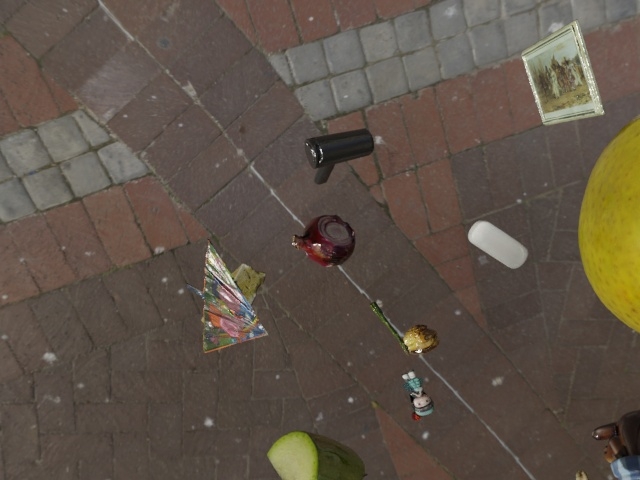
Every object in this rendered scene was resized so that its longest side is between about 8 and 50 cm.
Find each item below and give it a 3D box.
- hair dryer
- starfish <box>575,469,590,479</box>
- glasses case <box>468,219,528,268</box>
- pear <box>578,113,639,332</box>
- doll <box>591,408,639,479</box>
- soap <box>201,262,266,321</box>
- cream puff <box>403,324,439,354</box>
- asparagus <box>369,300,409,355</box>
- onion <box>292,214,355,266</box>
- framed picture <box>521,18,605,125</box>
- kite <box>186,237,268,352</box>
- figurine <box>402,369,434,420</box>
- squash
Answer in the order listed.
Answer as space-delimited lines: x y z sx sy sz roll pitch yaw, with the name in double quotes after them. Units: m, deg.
0.031 -0.244 1.391 0.197 0.251 0.089 -18 77 -21 "hair dryer"
0.373 0.318 0.439 0.138 0.050 0.247 -31 76 -9 "starfish"
0.491 0.011 1.254 0.193 0.049 0.074 29 100 -18 "glasses case"
0.509 -0.017 0.528 0.419 0.362 0.362 -15 110 -39 "pear"
0.839 0.574 1.110 0.209 0.339 0.318 48 134 -12 "doll"
-0.292 0.196 1.497 0.091 0.315 0.199 33 67 -13 "soap"
0.364 0.360 1.663 0.133 0.119 0.104 -16 96 25 "cream puff"
0.235 0.293 1.512 0.023 0.022 0.232 -43 104 -27 "asparagus"
-0.002 0.012 1.364 0.198 0.173 0.135 -10 135 -24 "onion"
0.570 -0.386 1.094 0.017 0.274 0.217 -21 97 4 "framed picture"
-0.204 0.154 0.990 0.234 0.016 0.321 23 123 22 "kite"
0.220 0.356 1.051 0.060 0.047 0.105 -19 69 -8 "figurine"
0.002 0.441 0.949 0.184 0.192 0.085 -3 102 -30 "squash"
